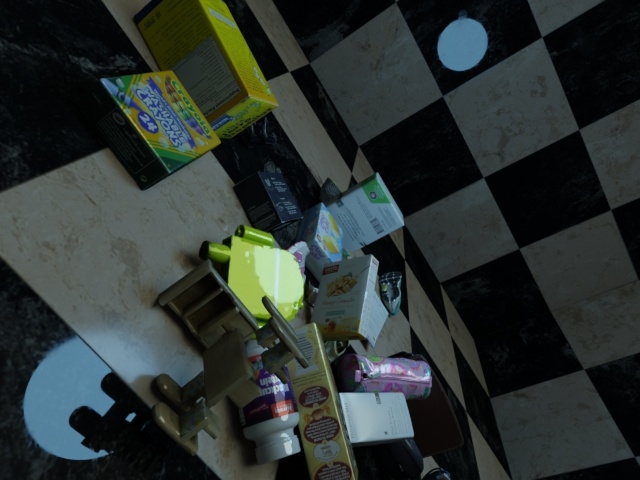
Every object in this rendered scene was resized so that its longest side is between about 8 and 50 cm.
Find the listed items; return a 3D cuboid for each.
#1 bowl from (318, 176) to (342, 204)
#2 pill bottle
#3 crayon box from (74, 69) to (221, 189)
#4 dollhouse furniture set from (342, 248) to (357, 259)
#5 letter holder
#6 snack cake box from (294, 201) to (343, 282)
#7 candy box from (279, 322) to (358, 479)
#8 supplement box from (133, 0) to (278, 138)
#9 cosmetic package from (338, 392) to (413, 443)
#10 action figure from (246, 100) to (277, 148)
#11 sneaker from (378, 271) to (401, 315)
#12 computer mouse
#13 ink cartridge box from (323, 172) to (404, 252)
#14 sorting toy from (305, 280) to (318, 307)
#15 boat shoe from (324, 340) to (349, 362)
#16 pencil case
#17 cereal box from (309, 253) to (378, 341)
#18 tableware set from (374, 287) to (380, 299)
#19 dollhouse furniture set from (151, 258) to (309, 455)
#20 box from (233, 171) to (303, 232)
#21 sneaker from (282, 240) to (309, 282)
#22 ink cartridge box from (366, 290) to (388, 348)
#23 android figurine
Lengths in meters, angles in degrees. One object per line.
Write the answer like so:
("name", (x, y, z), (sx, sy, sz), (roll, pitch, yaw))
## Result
("bowl", (0.045, -0.169, 1.726), (0.170, 0.080, 0.170), (55, -5, 7))
("pill bottle", (-0.101, 0.306, 0.786), (0.108, 0.108, 0.194), (25, 41, -58))
("crayon box", (-0.349, -0.263, 0.934), (0.203, 0.083, 0.323), (56, 21, -17))
("dollhouse furniture set", (0.101, 0.086, 1.586), (0.151, 0.076, 0.059), (24, 45, -60))
("letter holder", (0.323, 0.523, 1.375), (0.302, 0.214, 0.152), (65, 21, 8))
("snack cake box", (0.000, 0.000, 1.431), (0.152, 0.089, 0.264), (54, 22, -24))
("candy box", (-0.003, 0.349, 0.891), (0.183, 0.087, 0.317), (74, 1, -70))
("supplement box", (-0.306, -0.489, 1.156), (0.357, 0.194, 0.195), (63, 21, -2))
("cosmetic package", (0.121, 0.453, 1.060), (0.231, 0.085, 0.117), (15, 50, -37))
("action figure", (-0.226, -0.445, 1.375), (0.164, 0.140, 0.276), (-6, 71, -56))
("sneaker", (0.329, 0.239, 1.949), (0.275, 0.106, 0.110), (-70, 149, -57))
("computer mouse", (0.214, 0.579, 1.155), (0.072, 0.188, 0.272), (4, 50, -52))
("ink cartridge box", (0.143, -0.094, 1.607), (0.211, 0.289, 0.121), (57, 18, -15))
("sorting toy", (-0.017, 0.160, 1.266), (0.083, 0.044, 0.075), (47, 18, -34))
("boat shoe", (0.054, 0.301, 1.211), (0.068, 0.072, 0.190), (61, 20, -3))
("pencil case", (0.187, 0.395, 1.204), (0.284, 0.124, 0.124), (15, 45, -27))
("cereal box", (0.064, 0.161, 1.169), (0.047, 0.172, 0.240), (43, 47, -37))
("tableware set", (0.209, 0.194, 1.788), (0.168, 0.020, 0.141), (20, 48, -61))
("dollhouse furniture set", (-0.171, 0.157, 0.676), (0.161, 0.212, 0.242), (56, -5, -22))
("box", (-0.147, -0.110, 1.210), (0.158, 0.093, 0.156), (64, 21, 2))
("sneaker", (-0.091, 0.084, 1.113), (0.111, 0.102, 0.252), (61, 29, -7))
("ink cartridge box", (0.153, 0.248, 1.532), (0.223, 0.045, 0.224), (59, 32, -10))
("android figurine", (-0.139, 0.091, 0.917), (0.272, 0.056, 0.249), (17, 63, -40))
